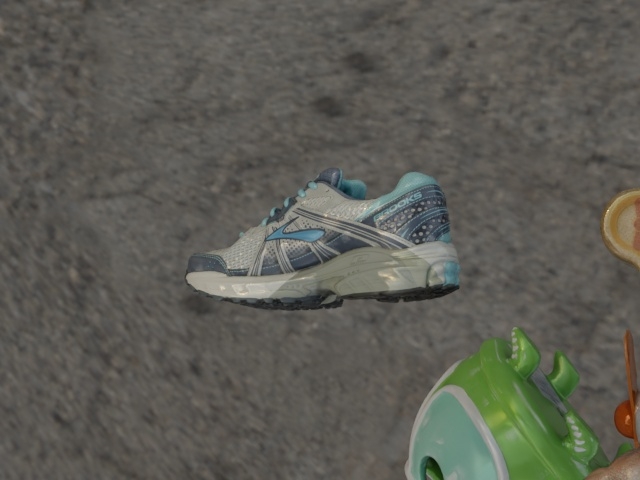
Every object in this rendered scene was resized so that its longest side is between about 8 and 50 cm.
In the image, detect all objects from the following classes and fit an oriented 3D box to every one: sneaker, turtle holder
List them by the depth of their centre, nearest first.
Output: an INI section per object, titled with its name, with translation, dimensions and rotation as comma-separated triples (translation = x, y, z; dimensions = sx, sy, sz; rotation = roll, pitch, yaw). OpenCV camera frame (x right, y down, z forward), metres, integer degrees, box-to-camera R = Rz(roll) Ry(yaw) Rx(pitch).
[sneaker]
translation = 0.000, 0.000, 1.227
dimensions = 0.110, 0.283, 0.122
rotation = 14, 73, -58
[turtle holder]
translation = 0.249, 0.284, 1.601
dimensions = 0.227, 0.243, 0.320
rotation = -39, 80, 13

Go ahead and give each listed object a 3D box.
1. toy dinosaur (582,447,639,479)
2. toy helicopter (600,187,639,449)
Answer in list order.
[toy dinosaur]
translation = 0.269, 0.210, 1.095
dimensions = 0.127, 0.296, 0.200
rotation = 46, 51, 1
[toy helicopter]
translation = 0.377, 0.112, 1.350
dimensions = 0.235, 0.140, 0.355
rotation = -31, 72, 15
